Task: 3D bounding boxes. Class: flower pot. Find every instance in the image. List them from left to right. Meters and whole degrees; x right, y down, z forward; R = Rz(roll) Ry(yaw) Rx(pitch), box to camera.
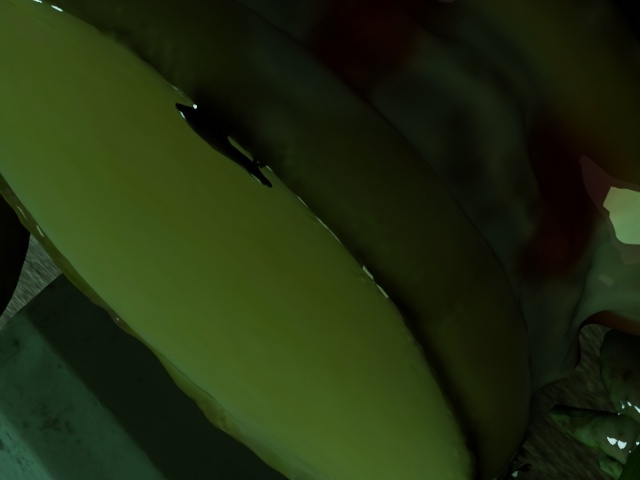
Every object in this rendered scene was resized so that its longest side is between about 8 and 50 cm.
[{"bbox_3d":[-0.059,0.125,1.033,0.259,0.290,0.290,48,158,6],"label":"flower pot"}]

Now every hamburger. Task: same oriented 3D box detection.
[{"bbox_3d":[0.020,-0.037,0.657,0.302,0.186,0.261,35,158,30],"label":"hamburger"}]

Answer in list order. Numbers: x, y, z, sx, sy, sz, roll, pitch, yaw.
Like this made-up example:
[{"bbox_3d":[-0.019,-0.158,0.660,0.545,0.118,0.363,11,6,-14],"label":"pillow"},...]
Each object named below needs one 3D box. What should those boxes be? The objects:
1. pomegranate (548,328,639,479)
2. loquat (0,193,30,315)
[{"bbox_3d":[0.204,0.120,0.706,0.236,0.236,0.302,50,-175,-30],"label":"pomegranate"},{"bbox_3d":[-0.282,-0.027,1.054,0.244,0.244,0.244,30,157,15],"label":"loquat"}]
